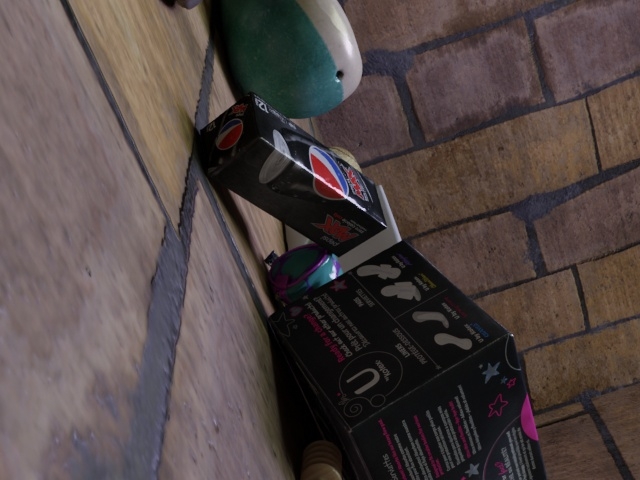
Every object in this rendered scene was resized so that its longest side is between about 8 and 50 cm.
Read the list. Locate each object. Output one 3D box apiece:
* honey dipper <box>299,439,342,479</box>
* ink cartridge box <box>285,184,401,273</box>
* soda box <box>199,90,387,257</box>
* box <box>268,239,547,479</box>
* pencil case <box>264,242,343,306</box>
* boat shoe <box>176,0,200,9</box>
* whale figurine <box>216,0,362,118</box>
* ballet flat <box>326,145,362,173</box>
[{"bbox_3d":[0.000,0.183,0.554,0.160,0.030,0.030,-87,158,-74],"label":"honey dipper"},{"bbox_3d":[0.072,0.124,1.007,0.223,0.129,0.307,-100,170,-59],"label":"ink cartridge box"},{"bbox_3d":[-0.018,-0.050,0.700,0.169,0.060,0.053,31,36,-43],"label":"soda box"},{"bbox_3d":[0.079,0.156,0.715,0.163,0.142,0.247,46,-19,53],"label":"box"},{"bbox_3d":[0.003,0.075,0.796,0.064,0.070,0.151,20,-38,49],"label":"pencil case"},{"bbox_3d":[-0.118,-0.322,0.791,0.116,0.123,0.324,33,31,-22],"label":"boat shoe"},{"bbox_3d":[-0.071,-0.252,1.033,0.272,0.141,0.216,45,-12,34],"label":"whale figurine"},{"bbox_3d":[0.049,0.018,1.399,0.123,0.123,0.348,-71,143,-83],"label":"ballet flat"}]
